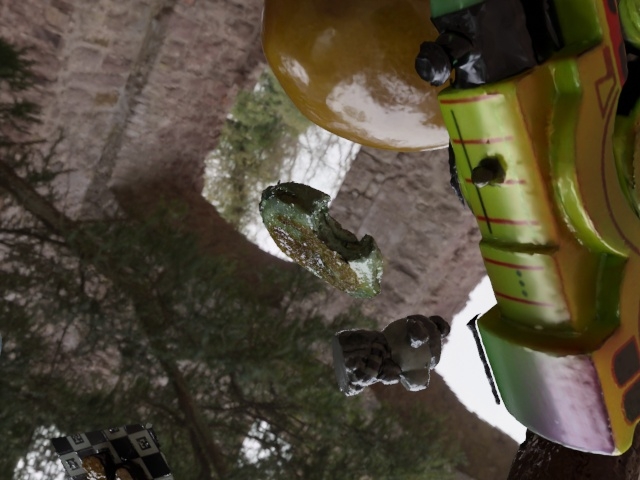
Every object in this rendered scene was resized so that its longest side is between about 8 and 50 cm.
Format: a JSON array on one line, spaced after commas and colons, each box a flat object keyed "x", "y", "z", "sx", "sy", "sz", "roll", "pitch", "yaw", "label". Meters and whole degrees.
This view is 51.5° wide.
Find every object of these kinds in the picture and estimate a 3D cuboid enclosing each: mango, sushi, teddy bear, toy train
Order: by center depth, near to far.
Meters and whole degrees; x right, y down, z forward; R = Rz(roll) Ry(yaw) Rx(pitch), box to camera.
[{"x": 0.142, "y": -0.034, "z": 0.374, "sx": 0.160, "sy": 0.296, "sz": 0.100, "roll": -30, "pitch": -160, "yaw": -27, "label": "toy train"}, {"x": 0.072, "y": -0.159, "z": 0.572, "sx": 0.254, "sy": 0.175, "sz": 0.139, "roll": 18, "pitch": -135, "yaw": -9, "label": "mango"}, {"x": -0.317, "y": 0.379, "z": 1.014, "sx": 0.210, "sy": 0.193, "sz": 0.040, "roll": -12, "pitch": -166, "yaw": 24, "label": "sushi"}, {"x": 0.141, "y": 0.221, "z": 1.270, "sx": 0.171, "sy": 0.251, "sz": 0.144, "roll": 64, "pitch": -169, "yaw": -72, "label": "teddy bear"}]

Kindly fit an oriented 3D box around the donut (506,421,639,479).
[{"x": 0.250, "y": 0.230, "z": 0.593, "sx": 0.151, "sy": 0.112, "sz": 0.295, "roll": 16, "pitch": -134, "yaw": -14, "label": "donut"}]

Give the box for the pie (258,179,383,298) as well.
[{"x": -0.002, "y": 0.001, "z": 1.229, "sx": 0.302, "sy": 0.067, "sz": 0.302, "roll": 37, "pitch": 162, "yaw": 14, "label": "pie"}]
